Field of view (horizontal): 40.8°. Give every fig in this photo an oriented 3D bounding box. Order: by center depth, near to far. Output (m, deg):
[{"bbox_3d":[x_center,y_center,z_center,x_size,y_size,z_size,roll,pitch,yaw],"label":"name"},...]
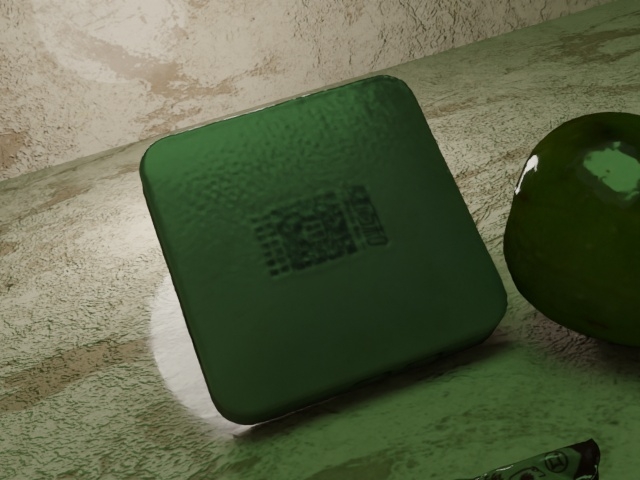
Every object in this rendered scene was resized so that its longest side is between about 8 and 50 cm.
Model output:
[{"bbox_3d":[0.362,-0.002,0.952,0.258,0.258,0.326,-29,41,-33],"label":"fig"}]

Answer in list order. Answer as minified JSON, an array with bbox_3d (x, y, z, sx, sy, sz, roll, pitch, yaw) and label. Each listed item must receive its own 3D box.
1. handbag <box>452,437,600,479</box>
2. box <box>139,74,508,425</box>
[{"bbox_3d":[0.108,0.260,0.620,0.213,0.127,0.235,-28,19,30],"label":"handbag"},{"bbox_3d":[0.001,0.001,1.054,0.373,0.367,0.090,-17,-18,-12],"label":"box"}]
